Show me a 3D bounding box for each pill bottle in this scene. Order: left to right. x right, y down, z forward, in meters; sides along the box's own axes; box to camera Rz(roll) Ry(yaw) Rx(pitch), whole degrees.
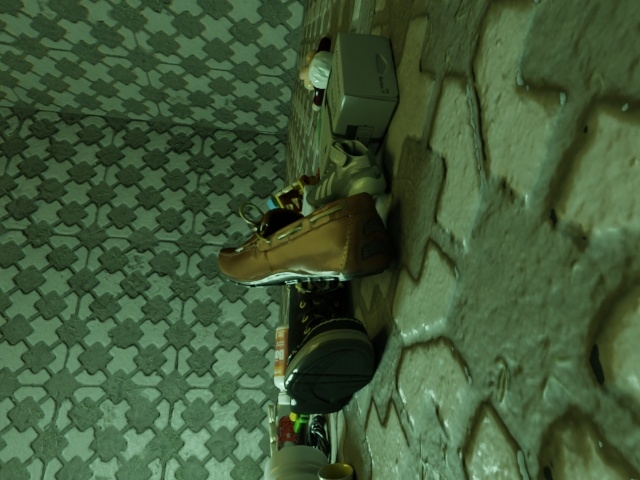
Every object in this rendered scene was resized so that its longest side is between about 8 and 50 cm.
[{"bbox_3d":[-0.073,0.358,1.203,0.121,0.121,0.216,112,160,-64],"label":"pill bottle"},{"bbox_3d":[-0.036,0.539,0.753,0.283,0.161,0.161,-105,20,-64],"label":"pill bottle"}]

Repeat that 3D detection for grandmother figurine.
[{"bbox_3d":[-0.004,-0.478,1.184,0.342,0.104,0.207,-103,10,-70],"label":"grandmother figurine"}]

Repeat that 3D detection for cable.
[{"bbox_3d":[-0.015,0.505,1.012,0.184,0.047,0.150,-131,45,-79],"label":"cable"}]

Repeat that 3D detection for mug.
[{"bbox_3d":[0.035,0.432,0.727,0.062,0.078,0.064,-11,83,48],"label":"mug"}]

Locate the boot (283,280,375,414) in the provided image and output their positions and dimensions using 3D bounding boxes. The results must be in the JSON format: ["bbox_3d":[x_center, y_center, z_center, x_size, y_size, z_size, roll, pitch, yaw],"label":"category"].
[{"bbox_3d":[0.002,0.150,0.784,0.377,0.138,0.284,96,173,-55],"label":"boot"}]

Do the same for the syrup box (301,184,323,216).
[{"bbox_3d":[0.017,-0.040,0.866,0.237,0.093,0.096,-105,20,-65],"label":"syrup box"}]

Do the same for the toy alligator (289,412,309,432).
[{"bbox_3d":[-0.057,0.498,1.298,0.051,0.056,0.189,-13,66,37],"label":"toy alligator"}]

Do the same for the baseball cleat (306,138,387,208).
[{"bbox_3d":[0.032,-0.110,0.698,0.206,0.072,0.109,-3,110,56],"label":"baseball cleat"}]

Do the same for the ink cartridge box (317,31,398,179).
[{"bbox_3d":[0.054,-0.220,0.716,0.208,0.087,0.153,109,161,-59],"label":"ink cartridge box"}]

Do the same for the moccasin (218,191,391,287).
[{"bbox_3d":[-0.056,0.001,0.694,0.380,0.139,0.146,-12,86,53],"label":"moccasin"}]

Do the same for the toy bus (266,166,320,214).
[{"bbox_3d":[-0.034,-0.123,1.183,0.104,0.202,0.191,61,163,1],"label":"toy bus"}]

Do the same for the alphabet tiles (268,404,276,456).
[{"bbox_3d":[-0.154,0.695,1.368,0.278,0.021,0.284,103,162,-62],"label":"alphabet tiles"}]

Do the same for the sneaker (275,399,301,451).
[{"bbox_3d":[-0.100,0.662,1.377,0.145,0.090,0.269,129,140,-74],"label":"sneaker"}]
